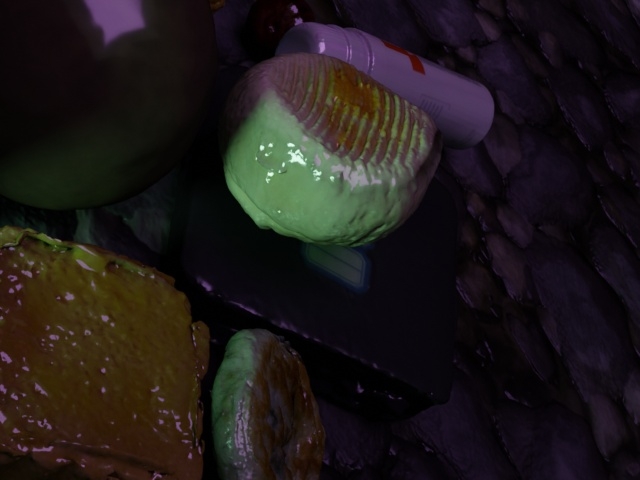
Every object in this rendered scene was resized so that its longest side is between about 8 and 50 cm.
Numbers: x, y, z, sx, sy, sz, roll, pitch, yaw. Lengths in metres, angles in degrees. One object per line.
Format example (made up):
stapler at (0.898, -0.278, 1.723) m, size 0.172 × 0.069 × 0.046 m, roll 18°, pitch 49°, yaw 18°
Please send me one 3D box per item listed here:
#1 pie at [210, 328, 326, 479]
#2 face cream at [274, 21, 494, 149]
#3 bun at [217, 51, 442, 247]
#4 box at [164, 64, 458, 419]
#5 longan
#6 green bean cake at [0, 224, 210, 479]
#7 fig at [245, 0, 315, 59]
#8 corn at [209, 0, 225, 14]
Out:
pie at (-0.042, 0.196, 1.157) m, size 0.240 × 0.054 × 0.240 m, roll -11°, pitch 90°, yaw -77°
face cream at (0.081, -0.193, 1.562) m, size 0.345 × 0.102 × 0.102 m, roll 14°, pitch 53°, yaw -48°
bun at (0.009, -0.076, 1.275) m, size 0.244 × 0.153 × 0.244 m, roll 16°, pitch 34°, yaw -11°
box at (0.000, 0.000, 1.389) m, size 0.359 × 0.091 × 0.350 m, roll 28°, pitch 45°, yaw -26°
longan at (-0.236, -0.176, 1.141) m, size 0.297 × 0.297 × 0.297 m, roll 24°, pitch 48°, yaw -30°
green bean cake at (-0.213, 0.123, 1.066) m, size 0.224 × 0.131 × 0.229 m, roll 23°, pitch 45°, yaw -34°
fig at (-0.040, -0.262, 1.557) m, size 0.089 × 0.089 × 0.125 m, roll 55°, pitch 15°, yaw 3°
corn at (-0.192, -0.277, 1.413) m, size 0.238 × 0.080 × 0.080 m, roll -22°, pitch 78°, yaw -49°
